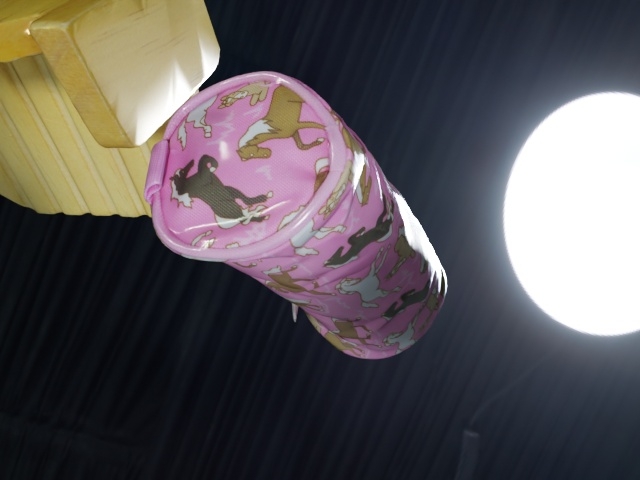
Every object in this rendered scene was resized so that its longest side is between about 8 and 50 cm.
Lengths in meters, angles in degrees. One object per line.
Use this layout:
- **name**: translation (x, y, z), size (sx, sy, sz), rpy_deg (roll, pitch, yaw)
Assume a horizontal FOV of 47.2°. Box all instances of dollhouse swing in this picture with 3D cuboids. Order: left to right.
- **dollhouse swing**: translation (-0.286, -0.087, 0.683), size (0.347, 0.305, 0.315), rpy_deg (2, 33, 12)

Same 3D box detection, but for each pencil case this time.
- **pencil case**: translation (0.000, 0.000, 0.671), size (0.160, 0.167, 0.386), rpy_deg (50, 2, 28)
